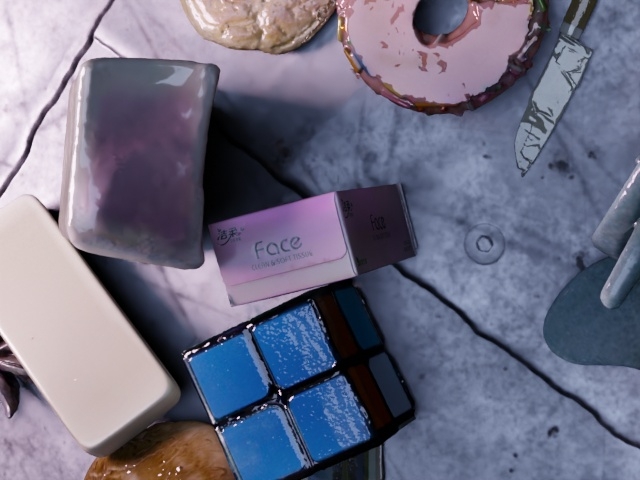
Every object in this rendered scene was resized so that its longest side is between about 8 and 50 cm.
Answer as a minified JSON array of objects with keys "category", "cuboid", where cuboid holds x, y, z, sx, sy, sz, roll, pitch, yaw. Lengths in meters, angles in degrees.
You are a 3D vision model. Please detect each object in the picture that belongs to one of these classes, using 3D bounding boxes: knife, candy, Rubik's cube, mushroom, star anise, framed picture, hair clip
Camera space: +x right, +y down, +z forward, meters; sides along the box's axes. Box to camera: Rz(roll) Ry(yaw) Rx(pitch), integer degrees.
[{"category":"knife","cuboid":[0.271,-0.206,1.572,0.047,0.017,0.297,25,101,8]},{"category":"candy","cuboid":[-0.201,-0.081,1.561,0.145,0.359,0.208,3,92,-12]},{"category":"Rubik's cube","cuboid":[-0.018,0.159,1.596,0.167,0.180,0.183,-25,88,17]},{"category":"mushroom","cuboid":[-0.180,0.343,1.688,0.278,0.146,0.278,-7,77,33]},{"category":"star anise","cuboid":[-0.403,0.130,1.793,0.205,0.061,0.180,-9,85,16]},{"category":"framed picture","cuboid":[0.021,0.222,1.688,0.109,0.011,0.149,1,94,18]},{"category":"hair clip","cuboid":[0.422,0.029,1.429,0.318,0.238,0.392,32,102,11]}]

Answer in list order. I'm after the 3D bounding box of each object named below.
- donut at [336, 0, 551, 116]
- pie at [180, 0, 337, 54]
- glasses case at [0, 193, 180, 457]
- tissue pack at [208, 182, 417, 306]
[{"category":"donut","cuboid":[0.126,-0.236,1.582,0.233,0.085,0.199,37,103,12]},{"category":"pie","cuboid":[-0.064,-0.303,1.656,0.218,0.052,0.185,-27,84,16]},{"category":"glasses case","cuboid":[-0.301,0.098,1.712,0.131,0.070,0.313,-38,73,-6]},{"category":"tissue pack","cuboid":[0.000,0.000,1.555,0.149,0.246,0.092,-14,89,17]}]
